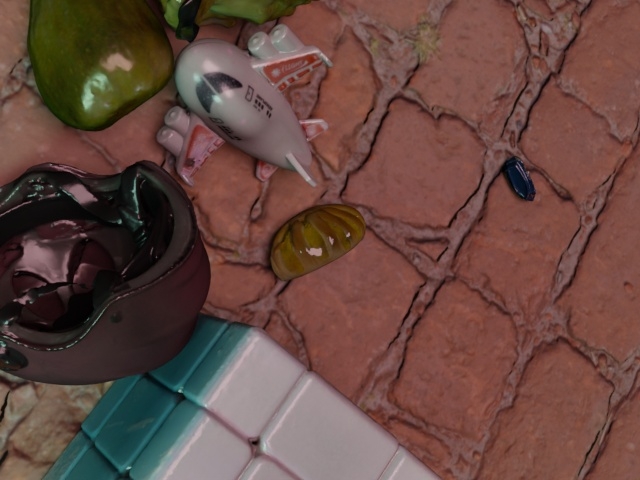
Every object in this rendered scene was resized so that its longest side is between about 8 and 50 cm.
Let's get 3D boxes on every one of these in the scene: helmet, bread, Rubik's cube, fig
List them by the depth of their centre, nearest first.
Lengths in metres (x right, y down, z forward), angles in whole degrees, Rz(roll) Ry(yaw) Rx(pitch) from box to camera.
[{"bbox_3d":[-0.283,0.055,1.056,0.339,0.270,0.197,-10,137,9],"label":"helmet"},{"bbox_3d":[-0.109,0.301,1.098,0.319,0.322,0.315,42,75,-20],"label":"Rubik's cube"},{"bbox_3d":[-0.274,-0.243,1.110,0.167,0.167,0.233,-10,59,-26],"label":"fig"},{"bbox_3d":[0.000,0.000,1.272,0.157,0.094,0.082,-26,107,-15],"label":"bread"}]

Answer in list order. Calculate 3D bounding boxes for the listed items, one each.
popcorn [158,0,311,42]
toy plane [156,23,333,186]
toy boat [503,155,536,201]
[{"bbox_3d":[-0.114,-0.382,1.123,0.293,0.293,0.237,-40,67,-20],"label":"popcorn"},{"bbox_3d":[-0.092,-0.166,1.187,0.252,0.118,0.252,-11,130,-13],"label":"toy plane"},{"bbox_3d":[0.324,-0.098,1.458,0.038,0.038,0.083,-35,105,-21],"label":"toy boat"}]
